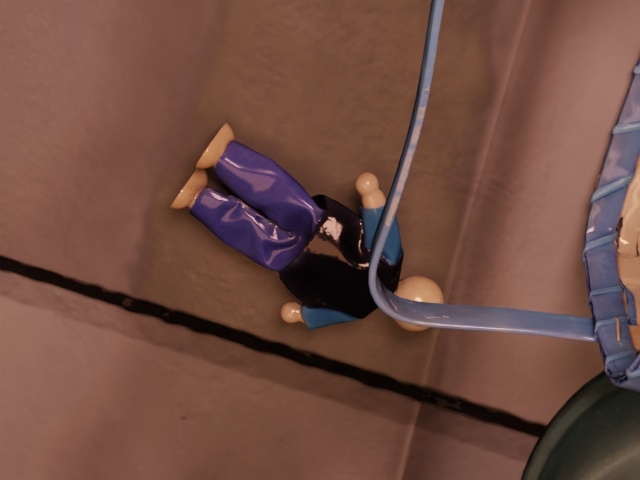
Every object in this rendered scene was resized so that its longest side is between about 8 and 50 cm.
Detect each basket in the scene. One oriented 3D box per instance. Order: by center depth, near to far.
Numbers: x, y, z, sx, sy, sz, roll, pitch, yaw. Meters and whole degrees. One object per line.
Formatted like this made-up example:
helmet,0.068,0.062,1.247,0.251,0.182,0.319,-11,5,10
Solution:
basket,0.186,-0.050,0.853,0.289,0.201,0.254,10,120,-1

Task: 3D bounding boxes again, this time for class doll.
doll,0.000,0.000,1.021,0.189,0.046,0.129,34,121,-3

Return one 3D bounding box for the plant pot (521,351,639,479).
plant pot,0.267,0.280,0.927,0.341,0.334,0.341,6,117,12
